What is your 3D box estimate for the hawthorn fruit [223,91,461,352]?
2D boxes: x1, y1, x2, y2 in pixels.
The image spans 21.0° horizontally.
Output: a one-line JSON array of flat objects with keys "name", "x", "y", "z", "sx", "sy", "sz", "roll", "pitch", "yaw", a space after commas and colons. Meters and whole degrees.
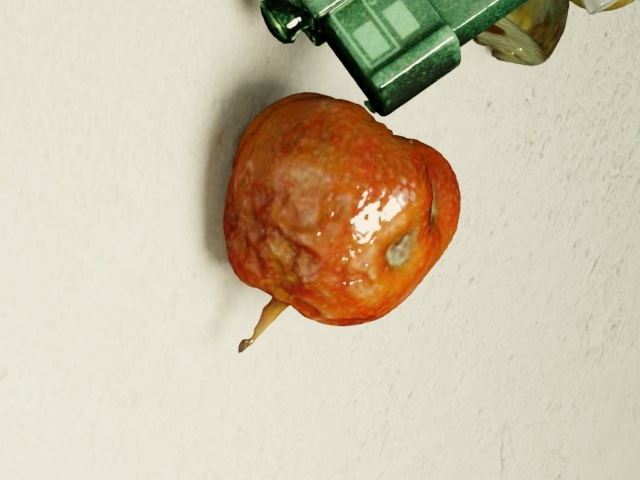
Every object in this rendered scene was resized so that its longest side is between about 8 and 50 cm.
[{"name": "hawthorn fruit", "x": 0.000, "y": 0.000, "z": 1.511, "sx": 0.207, "sy": 0.207, "sz": 0.243, "roll": 31, "pitch": 89, "yaw": -51}]

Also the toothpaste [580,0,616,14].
[{"name": "toothpaste", "x": 0.256, "y": -0.333, "z": 1.832, "sx": 0.194, "sy": 0.043, "sz": 0.067, "roll": 62, "pitch": 8, "yaw": 6}]

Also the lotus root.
[{"name": "lotus root", "x": 0.172, "y": -0.290, "z": 1.721, "sx": 0.314, "sy": 0.142, "sz": 0.210, "roll": 2, "pitch": 93, "yaw": -55}]

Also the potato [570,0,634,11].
[{"name": "potato", "x": 0.310, "y": -0.342, "z": 1.901, "sx": 0.137, "sy": 0.137, "sz": 0.176, "roll": -23, "pitch": 115, "yaw": -50}]

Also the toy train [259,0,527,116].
[{"name": "toy train", "x": 0.108, "y": -0.250, "z": 1.500, "sx": 0.330, "sy": 0.178, "sz": 0.138, "roll": -35, "pitch": 173, "yaw": -3}]
